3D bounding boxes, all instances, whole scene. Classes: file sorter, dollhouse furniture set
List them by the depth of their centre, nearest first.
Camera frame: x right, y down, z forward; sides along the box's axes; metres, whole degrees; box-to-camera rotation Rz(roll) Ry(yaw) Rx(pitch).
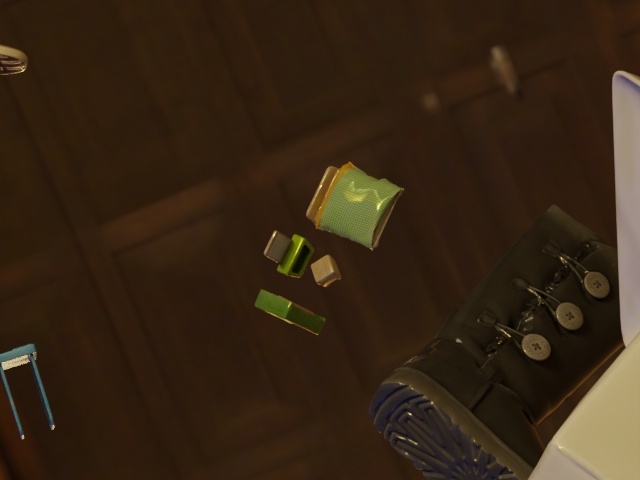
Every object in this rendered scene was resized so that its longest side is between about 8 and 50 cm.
[{"bbox_3d":[0.000,0.000,1.620,0.076,0.151,0.058,22,175,37],"label":"dollhouse furniture set"},{"bbox_3d":[-0.416,0.204,2.301,0.118,0.170,0.104,139,112,-78],"label":"file sorter"}]

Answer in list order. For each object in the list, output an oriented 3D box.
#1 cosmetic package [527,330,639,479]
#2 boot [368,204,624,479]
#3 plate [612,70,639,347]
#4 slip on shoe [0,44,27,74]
[{"bbox_3d":[0.284,0.240,1.204,0.327,0.329,0.393,37,140,13],"label":"cosmetic package"},{"bbox_3d":[0.312,0.199,2.460,0.367,0.146,0.445,49,-135,-1],"label":"boot"},{"bbox_3d":[0.325,0.027,1.498,0.278,0.045,0.277,44,147,54],"label":"plate"},{"bbox_3d":[-0.406,-0.225,2.195,0.051,0.135,0.041,84,-167,-62],"label":"slip on shoe"}]
